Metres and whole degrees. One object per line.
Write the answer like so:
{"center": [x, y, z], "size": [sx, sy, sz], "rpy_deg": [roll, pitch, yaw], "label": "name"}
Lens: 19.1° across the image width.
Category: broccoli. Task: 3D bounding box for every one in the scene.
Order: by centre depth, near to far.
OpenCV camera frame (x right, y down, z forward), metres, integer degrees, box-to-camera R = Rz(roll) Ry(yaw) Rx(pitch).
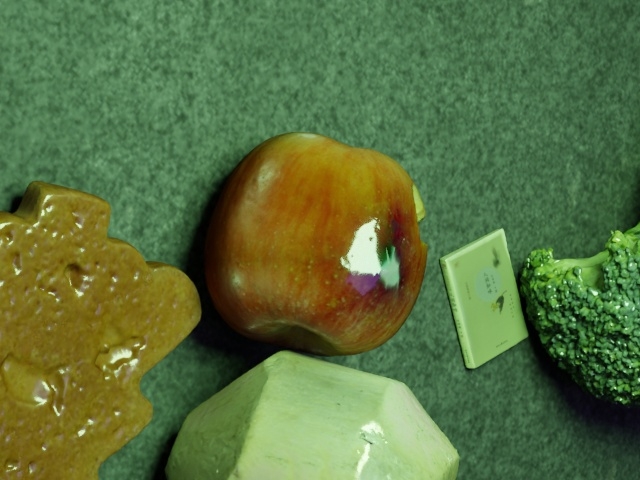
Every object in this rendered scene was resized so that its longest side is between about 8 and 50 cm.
{"center": [0.330, -0.020, 1.793], "size": [0.252, 0.221, 0.361], "rpy_deg": [20, 70, -45], "label": "broccoli"}

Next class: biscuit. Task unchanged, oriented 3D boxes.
{"center": [-0.227, 0.108, 1.438], "size": [0.284, 0.043, 0.306], "rpy_deg": [16, 85, -40], "label": "biscuit"}

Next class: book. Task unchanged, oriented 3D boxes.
{"center": [0.153, 0.054, 1.758], "size": [0.077, 0.014, 0.111], "rpy_deg": [-26, 110, -35], "label": "book"}

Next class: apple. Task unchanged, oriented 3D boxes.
{"center": [0.000, 0.000, 1.535], "size": [0.199, 0.199, 0.199], "rpy_deg": [-3, 96, -39], "label": "apple"}

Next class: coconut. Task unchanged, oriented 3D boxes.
{"center": [-0.016, 0.201, 1.505], "size": [0.197, 0.237, 0.237], "rpy_deg": [74, 39, -70], "label": "coconut"}
